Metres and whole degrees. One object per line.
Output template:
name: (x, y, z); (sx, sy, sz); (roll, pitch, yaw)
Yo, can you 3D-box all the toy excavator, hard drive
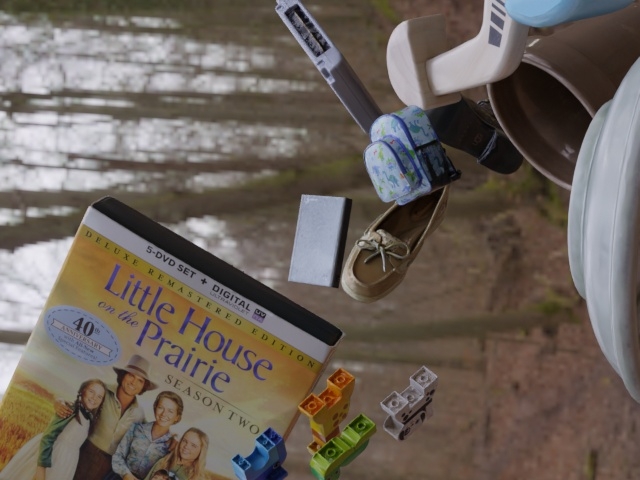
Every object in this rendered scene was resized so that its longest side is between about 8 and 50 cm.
toy excavator: (0.266, -0.342, 1.721); (0.222, 0.433, 0.445); (-16, -59, -39)
hard drive: (0.000, 0.000, 2.003); (0.022, 0.094, 0.135); (13, -95, -45)

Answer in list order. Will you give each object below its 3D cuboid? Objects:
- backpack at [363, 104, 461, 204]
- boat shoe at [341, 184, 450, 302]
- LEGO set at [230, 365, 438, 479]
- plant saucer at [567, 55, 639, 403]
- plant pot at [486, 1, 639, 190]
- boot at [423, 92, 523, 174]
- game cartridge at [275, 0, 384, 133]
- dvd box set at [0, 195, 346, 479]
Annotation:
backpack: (0.107, -0.109, 1.702); (0.105, 0.084, 0.114); (-26, 86, 63)
boat shoe: (0.131, -0.012, 2.308); (0.285, 0.104, 0.089); (-53, -12, -33)
LEGO set: (0.003, 0.198, 1.217); (0.227, 0.087, 0.093); (-38, -36, -23)
plant saucer: (0.333, -0.034, 1.357); (0.400, 0.100, 0.401); (-22, -64, -57)
plant pot: (0.418, -0.233, 2.003); (0.229, 0.263, 0.263); (-39, -35, -18)
boot: (0.286, -0.221, 2.443); (0.091, 0.263, 0.229); (-51, 1, 23)
game cartridge: (0.020, -0.324, 2.471); (0.196, 0.060, 0.294); (56, -178, -42)
dvd box set: (-0.198, 0.203, 1.484); (0.420, 0.307, 0.062); (-61, -6, 20)
